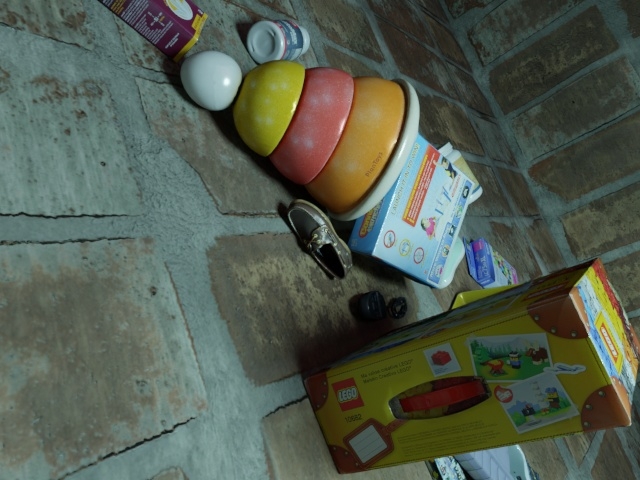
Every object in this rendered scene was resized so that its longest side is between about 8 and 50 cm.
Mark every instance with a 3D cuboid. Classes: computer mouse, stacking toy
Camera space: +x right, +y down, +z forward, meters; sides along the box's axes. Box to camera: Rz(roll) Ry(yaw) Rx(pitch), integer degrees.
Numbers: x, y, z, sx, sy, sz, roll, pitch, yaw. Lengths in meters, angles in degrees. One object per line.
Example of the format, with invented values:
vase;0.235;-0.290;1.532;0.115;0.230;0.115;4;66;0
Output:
computer mouse;0.152;0.163;1.233;0.242;0.041;0.071;12;65;-56
stacking toy;-0.062;-0.279;1.086;0.481;0.350;0.350;23;48;-22

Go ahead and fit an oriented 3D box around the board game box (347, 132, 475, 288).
board game box;0.237;-0.067;1.256;0.302;0.086;0.307;26;82;-43

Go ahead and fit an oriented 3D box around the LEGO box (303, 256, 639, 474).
LEGO box;0.286;0.231;0.940;0.373;0.501;0.193;-11;76;-55

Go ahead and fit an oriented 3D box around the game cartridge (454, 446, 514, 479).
game cartridge;0.424;0.464;1.318;0.230;0.068;0.355;55;31;-20

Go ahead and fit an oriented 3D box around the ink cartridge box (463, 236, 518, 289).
ink cartridge box;0.648;0.119;1.876;0.311;0.065;0.185;35;42;-31

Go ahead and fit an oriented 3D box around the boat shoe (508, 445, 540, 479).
boat shoe;0.554;0.631;1.390;0.083;0.065;0.183;-11;81;-57

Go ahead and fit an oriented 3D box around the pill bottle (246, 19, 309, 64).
pill bottle;-0.104;-0.525;1.326;0.107;0.108;0.180;57;34;-6

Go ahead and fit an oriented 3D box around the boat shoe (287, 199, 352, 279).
boat shoe;0.000;0.000;1.113;0.207;0.073;0.073;46;35;-20

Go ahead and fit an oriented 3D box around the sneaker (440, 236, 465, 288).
sneaker;0.364;0.015;1.545;0.151;0.094;0.255;56;36;-18

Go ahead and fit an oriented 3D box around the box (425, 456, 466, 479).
box;0.285;0.519;1.149;0.094;0.027;0.136;-13;77;-56

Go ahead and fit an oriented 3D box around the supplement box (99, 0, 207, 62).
supplement box;-0.335;-0.471;1.012;0.188;0.081;0.104;35;42;-32

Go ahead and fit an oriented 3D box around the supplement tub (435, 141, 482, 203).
supplement tub;0.417;-0.205;1.637;0.199;0.144;0.144;56;34;-6

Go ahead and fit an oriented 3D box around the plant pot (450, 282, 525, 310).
plant pot;0.517;0.269;1.488;0.212;0.212;0.187;-42;114;-55
